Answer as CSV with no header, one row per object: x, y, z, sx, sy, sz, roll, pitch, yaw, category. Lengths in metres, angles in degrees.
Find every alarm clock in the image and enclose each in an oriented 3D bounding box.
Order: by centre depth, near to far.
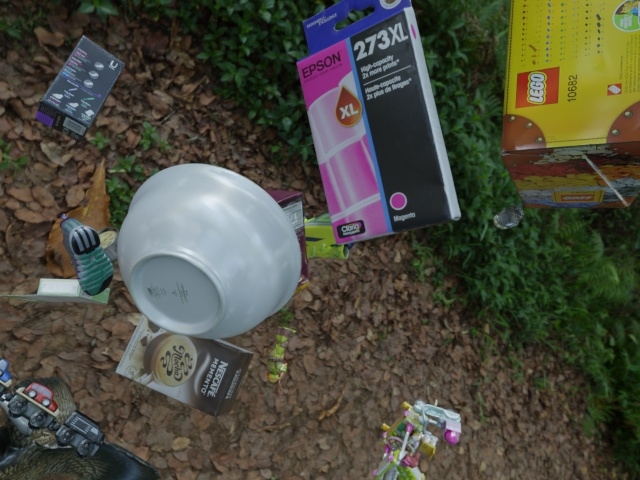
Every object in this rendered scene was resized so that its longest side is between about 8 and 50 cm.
-0.584,0.023,1.117,0.064,0.192,0.129,61,32,-37,alarm clock

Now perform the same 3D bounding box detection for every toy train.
-0.286,0.162,0.406,0.158,0.027,0.036,39,41,-10,toy train

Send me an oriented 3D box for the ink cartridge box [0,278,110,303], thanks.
-0.792,0.154,1.220,0.235,0.171,0.056,3,75,0,ink cartridge box

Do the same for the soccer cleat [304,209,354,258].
0.000,0.000,0.884,0.093,0.289,0.121,-11,75,-63,soccer cleat

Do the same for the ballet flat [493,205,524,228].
0.517,-0.059,1.125,0.173,0.049,0.057,-19,74,-46,ballet flat

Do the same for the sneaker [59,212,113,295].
-0.576,0.035,0.997,0.098,0.223,0.083,35,44,23,sneaker

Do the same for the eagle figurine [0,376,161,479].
-0.411,0.316,0.611,0.298,0.225,0.226,16,55,-66,eagle figurine

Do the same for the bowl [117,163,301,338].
-0.186,0.046,0.612,0.298,0.298,0.134,55,24,-18,bowl

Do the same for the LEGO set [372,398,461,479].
0.152,0.405,0.710,0.107,0.132,0.287,-45,142,-54,LEGO set

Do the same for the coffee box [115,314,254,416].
-0.351,0.321,1.073,0.119,0.297,0.168,66,43,-71,coffee box

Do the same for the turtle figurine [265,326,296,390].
-0.160,0.435,1.524,0.087,0.269,0.217,15,75,-4,turtle figurine

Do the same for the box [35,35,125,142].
-0.774,-0.484,1.317,0.143,0.165,0.270,30,65,-33,box

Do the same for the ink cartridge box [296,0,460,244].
0.072,-0.189,0.592,0.069,0.176,0.371,-5,83,-61,ink cartridge box

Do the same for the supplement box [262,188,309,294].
-0.090,0.005,0.758,0.081,0.104,0.188,-31,124,-49,supplement box

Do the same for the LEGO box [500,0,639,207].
0.452,-0.337,0.702,0.372,0.193,0.500,16,79,-57,LEGO box
